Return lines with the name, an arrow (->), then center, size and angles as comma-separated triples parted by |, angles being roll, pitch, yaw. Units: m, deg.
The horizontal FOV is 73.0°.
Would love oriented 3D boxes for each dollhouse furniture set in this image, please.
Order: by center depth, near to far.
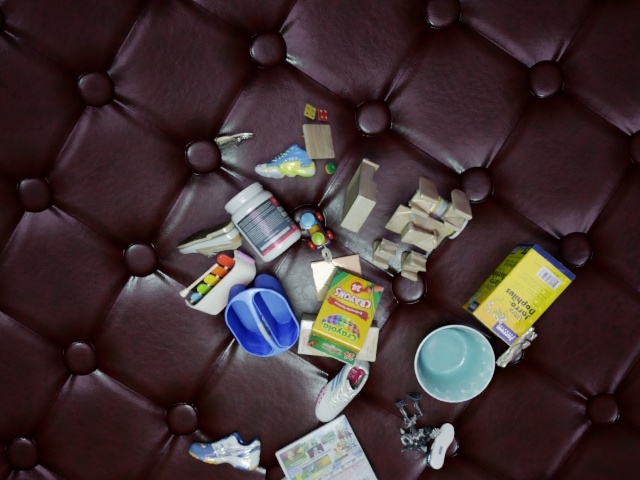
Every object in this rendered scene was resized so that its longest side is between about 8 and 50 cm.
dollhouse furniture set -> 0.295, -0.108, 1.648 | 0.394, 0.256, 0.362 | 22, 130, -9

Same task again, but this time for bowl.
bowl -> 0.521, 0.472, 1.752 | 0.312, 0.163, 0.311 | 0, 94, 0

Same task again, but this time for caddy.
caddy -> -0.224, 0.300, 1.677 | 0.241, 0.179, 0.341 | -22, 121, 3

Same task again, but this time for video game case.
video game case -> 0.025, 0.941, 1.800 | 0.329, 0.036, 0.300 | -27, 81, -6

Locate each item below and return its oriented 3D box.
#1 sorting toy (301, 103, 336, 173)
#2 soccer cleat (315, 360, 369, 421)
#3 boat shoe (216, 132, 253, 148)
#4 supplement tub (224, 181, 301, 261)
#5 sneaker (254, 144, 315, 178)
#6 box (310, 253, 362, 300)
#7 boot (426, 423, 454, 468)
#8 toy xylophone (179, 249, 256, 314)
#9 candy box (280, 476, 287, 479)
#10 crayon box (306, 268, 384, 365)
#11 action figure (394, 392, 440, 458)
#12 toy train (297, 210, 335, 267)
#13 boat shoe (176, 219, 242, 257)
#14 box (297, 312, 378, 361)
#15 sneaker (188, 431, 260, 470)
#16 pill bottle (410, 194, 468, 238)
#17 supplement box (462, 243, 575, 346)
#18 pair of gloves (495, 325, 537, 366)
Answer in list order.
sorting toy -> -0.017, -0.395, 1.705 | 0.132, 0.046, 0.274 | -11, 94, -39
soccer cleat -> 0.084, 0.617, 1.772 | 0.116, 0.143, 0.331 | 34, 94, -3
boat shoe -> -0.339, -0.399, 1.730 | 0.152, 0.056, 0.049 | -9, 100, 10
supplement tub -> -0.223, -0.071, 1.687 | 0.191, 0.191, 0.272 | -38, 95, 3
sneaker -> -0.140, -0.317, 1.728 | 0.240, 0.091, 0.126 | 1, 83, -8
box -> 0.072, 0.154, 1.793 | 0.201, 0.021, 0.164 | -10, 95, 0
boot -> 0.501, 0.869, 1.839 | 0.069, 0.086, 0.190 | 32, 66, 5
toy xylophone -> -0.404, 0.167, 1.699 | 0.323, 0.236, 0.081 | -38, 50, 3
candy box -> -0.101, 1.106, 1.848 | 0.165, 0.070, 0.196 | -38, 94, 2
crayon box -> 0.097, 0.293, 1.672 | 0.202, 0.081, 0.318 | 21, 67, 6
action figure -> 0.396, 0.787, 1.792 | 0.164, 0.141, 0.275 | -18, 93, -10
toy train -> 0.000, 0.000, 1.707 | 0.105, 0.143, 0.248 | -30, 87, 3
boat shoe -> -0.439, 0.014, 1.696 | 0.302, 0.113, 0.103 | -14, 117, 34
box -> 0.069, 0.391, 1.763 | 0.311, 0.121, 0.148 | 5, 95, -1
sneaker -> -0.397, 0.869, 1.824 | 0.297, 0.112, 0.131 | 11, 77, -3
pill bottle -> 0.471, -0.111, 1.724 | 0.208, 0.119, 0.119 | 35, 94, -2
supplement box -> 0.768, 0.205, 1.706 | 0.195, 0.194, 0.356 | 41, 93, 5
pair of gloves -> 0.785, 0.430, 1.723 | 0.204, 0.240, 0.042 | -48, 60, 4
